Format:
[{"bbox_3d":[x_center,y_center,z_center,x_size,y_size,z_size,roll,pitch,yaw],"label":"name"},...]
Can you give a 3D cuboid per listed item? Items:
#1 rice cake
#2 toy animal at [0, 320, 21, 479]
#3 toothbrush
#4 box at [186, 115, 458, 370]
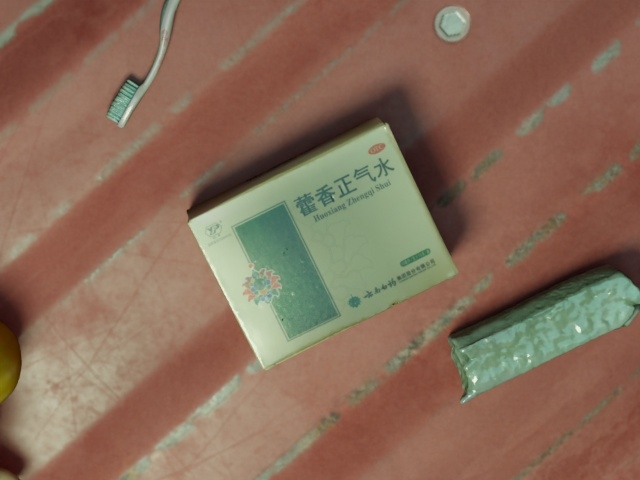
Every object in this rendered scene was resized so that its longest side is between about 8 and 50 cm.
[{"bbox_3d":[0.217,0.086,1.642,0.206,0.069,0.063,-25,101,2],"label":"rice cake"},{"bbox_3d":[-0.445,0.196,1.521,0.345,0.277,0.247,5,111,-8],"label":"toy animal"},{"bbox_3d":[-0.136,-0.230,1.596,0.027,0.021,0.269,27,94,-12],"label":"toothbrush"},{"bbox_3d":[0.000,0.000,1.601,0.212,0.095,0.168,-27,96,0],"label":"box"}]
